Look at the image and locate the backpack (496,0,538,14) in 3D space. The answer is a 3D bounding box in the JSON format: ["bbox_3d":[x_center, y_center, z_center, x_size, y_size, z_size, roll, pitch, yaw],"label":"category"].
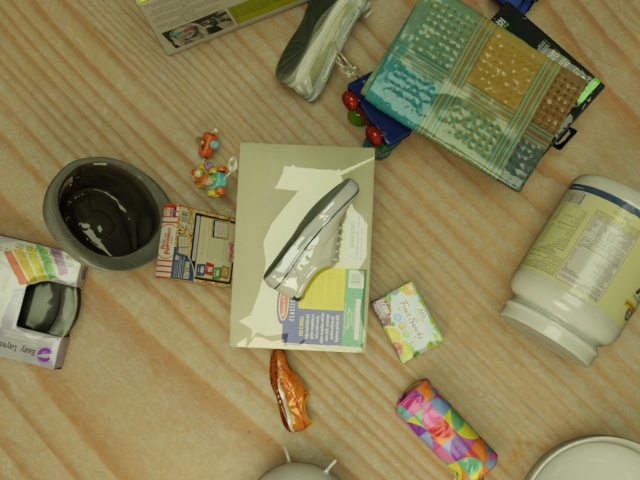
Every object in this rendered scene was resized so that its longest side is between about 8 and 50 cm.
[{"bbox_3d":[0.421,-0.536,1.936,0.098,0.101,0.120,34,113,-2],"label":"backpack"}]

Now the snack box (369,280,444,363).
[{"bbox_3d":[0.178,0.168,1.921,0.100,0.037,0.141,-29,85,-3],"label":"snack box"}]

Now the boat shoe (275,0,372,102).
[{"bbox_3d":[0.026,-0.446,1.952,0.103,0.118,0.320,34,82,-35],"label":"boat shoe"}]

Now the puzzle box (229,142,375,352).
[{"bbox_3d":[-0.036,0.015,1.839,0.272,0.052,0.409,3,85,1],"label":"puzzle box"}]

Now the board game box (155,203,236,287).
[{"bbox_3d":[-0.238,0.015,1.870,0.045,0.193,0.146,2,83,37],"label":"board game box"}]

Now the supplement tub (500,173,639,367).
[{"bbox_3d":[0.522,0.060,1.828,0.235,0.235,0.325,33,86,3],"label":"supplement tub"}]

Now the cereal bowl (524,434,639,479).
[{"bbox_3d":[0.541,0.547,1.830,0.339,0.141,0.339,0,85,0],"label":"cereal bowl"}]

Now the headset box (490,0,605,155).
[{"bbox_3d":[0.399,-0.293,1.910,0.283,0.131,0.246,43,90,4],"label":"headset box"}]

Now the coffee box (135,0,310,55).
[{"bbox_3d":[-0.230,-0.621,1.849,0.338,0.334,0.337,-20,85,-1],"label":"coffee box"}]

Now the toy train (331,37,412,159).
[{"bbox_3d":[0.085,-0.287,1.918,0.105,0.143,0.248,-30,80,-15],"label":"toy train"}]

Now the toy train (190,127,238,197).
[{"bbox_3d":[-0.230,-0.160,1.910,0.046,0.166,0.125,13,109,-33],"label":"toy train"}]

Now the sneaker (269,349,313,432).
[{"bbox_3d":[-0.061,0.303,1.910,0.067,0.064,0.175,-15,90,-21],"label":"sneaker"}]

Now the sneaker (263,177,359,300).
[{"bbox_3d":[0.000,0.000,1.779,0.091,0.094,0.258,38,92,-14],"label":"sneaker"}]

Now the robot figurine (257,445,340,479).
[{"bbox_3d":[-0.051,0.586,1.805,0.300,0.200,0.353,8,85,20],"label":"robot figurine"}]

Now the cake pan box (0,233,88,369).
[{"bbox_3d":[-0.626,0.121,1.923,0.267,0.070,0.245,15,87,2],"label":"cake pan box"}]

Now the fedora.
[{"bbox_3d":[-0.430,-0.034,1.885,0.275,0.124,0.244,44,59,8],"label":"fedora"}]

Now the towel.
[{"bbox_3d":[0.298,-0.298,1.824,0.370,0.040,0.271,32,86,3],"label":"towel"}]

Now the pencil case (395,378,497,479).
[{"bbox_3d":[0.251,0.390,1.872,0.104,0.104,0.236,-41,84,-3],"label":"pencil case"}]
